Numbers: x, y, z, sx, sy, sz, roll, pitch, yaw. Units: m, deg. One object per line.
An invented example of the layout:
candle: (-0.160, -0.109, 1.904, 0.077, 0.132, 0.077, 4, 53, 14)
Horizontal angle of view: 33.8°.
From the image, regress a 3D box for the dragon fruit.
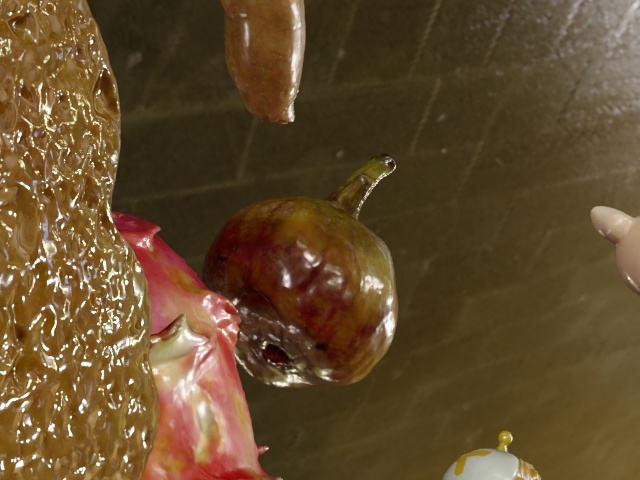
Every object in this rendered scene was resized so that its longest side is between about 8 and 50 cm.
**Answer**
dragon fruit: (-0.198, 0.091, 0.738, 0.371, 0.386, 0.249, 20, 81, -30)

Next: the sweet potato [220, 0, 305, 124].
sweet potato: (-0.040, -0.147, 0.622, 0.056, 0.056, 0.195, -28, 134, -13)

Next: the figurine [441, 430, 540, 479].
figurine: (0.099, 0.209, 0.776, 0.143, 0.068, 0.101, -40, 175, 9)

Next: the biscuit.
biscuit: (-0.122, -0.031, 0.261, 0.047, 0.183, 0.320, -5, 149, 19)

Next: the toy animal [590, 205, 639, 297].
toy animal: (0.244, 0.029, 0.697, 0.150, 0.083, 0.089, 41, 75, -34)

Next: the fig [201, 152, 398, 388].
fig: (0.007, 0.032, 1.023, 0.191, 0.190, 0.290, -55, 170, 27)
